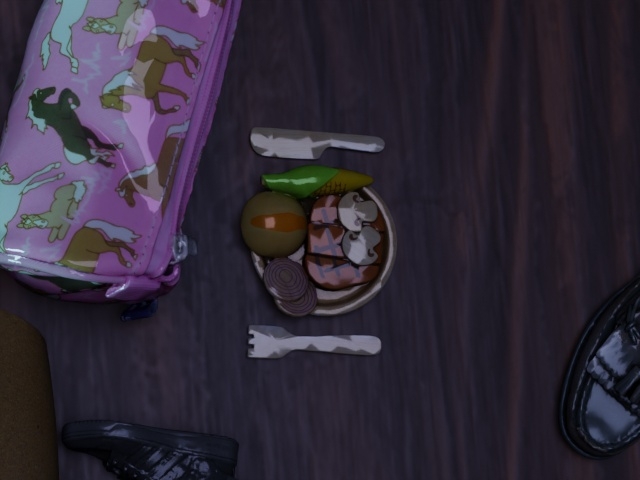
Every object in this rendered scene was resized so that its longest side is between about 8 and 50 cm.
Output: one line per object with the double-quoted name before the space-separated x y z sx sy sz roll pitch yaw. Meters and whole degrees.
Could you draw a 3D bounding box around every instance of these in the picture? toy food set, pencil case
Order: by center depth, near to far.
"pencil case" -0.145 -0.139 1.489 0.167 0.160 0.386 17 78 -16
"toy food set" 0.000 0.000 1.556 0.132 0.038 0.192 1 81 -11

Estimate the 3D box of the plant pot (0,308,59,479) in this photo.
"plant pot" -0.287 0.177 1.393 0.237 0.237 0.254 14 65 -9

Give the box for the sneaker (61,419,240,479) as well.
"sneaker" -0.122 0.194 1.496 0.170 0.051 0.089 8 75 -13

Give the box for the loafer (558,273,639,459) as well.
"loafer" 0.293 0.063 1.580 0.096 0.084 0.267 38 76 -3
